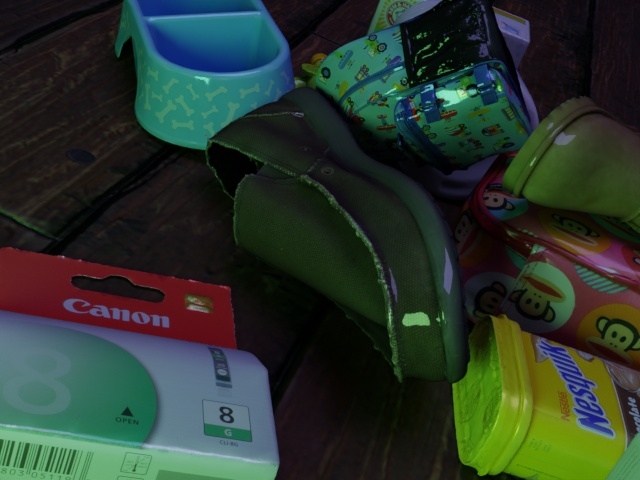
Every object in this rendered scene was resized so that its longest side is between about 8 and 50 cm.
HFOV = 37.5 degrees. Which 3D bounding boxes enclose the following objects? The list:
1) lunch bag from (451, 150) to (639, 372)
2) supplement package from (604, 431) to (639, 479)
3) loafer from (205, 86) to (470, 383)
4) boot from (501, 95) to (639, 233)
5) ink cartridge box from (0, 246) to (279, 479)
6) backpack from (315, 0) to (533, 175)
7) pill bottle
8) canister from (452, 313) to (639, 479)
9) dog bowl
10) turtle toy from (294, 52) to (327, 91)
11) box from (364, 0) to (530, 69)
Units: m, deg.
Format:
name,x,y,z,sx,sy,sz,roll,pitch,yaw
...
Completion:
name,x,y,z,sx,sy,sz,roll,pitch,yaw
lunch bag,0.265,0.032,0.865,0.293,0.120,0.258,29,27,8
supplement package,0.234,0.218,0.549,0.105,0.105,0.179,15,31,-12
loafer,0.000,0.000,0.752,0.130,0.134,0.366,-19,34,-13
boot,0.299,-0.005,0.730,0.269,0.089,0.236,41,31,26
ink cartridge box,-0.127,0.067,0.608,0.181,0.056,0.225,12,34,-18
backpack,0.089,-0.126,0.848,0.158,0.173,0.117,42,35,-61
pill bottle,0.145,-0.175,1.068,0.152,0.152,0.272,16,31,-11
canister,0.190,0.132,0.691,0.170,0.073,0.126,19,31,-8
dog bowl,-0.120,-0.201,0.974,0.166,0.074,0.297,-7,40,-17
turtle toy,0.006,-0.157,1.034,0.130,0.066,0.095,13,30,-14
box,0.166,-0.269,1.270,0.203,0.114,0.103,21,30,0
